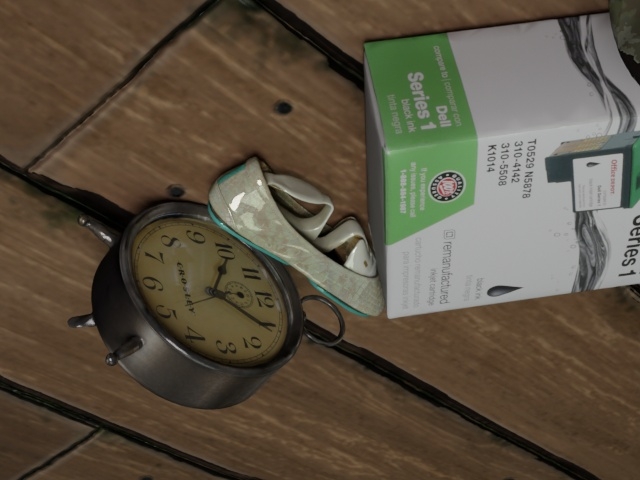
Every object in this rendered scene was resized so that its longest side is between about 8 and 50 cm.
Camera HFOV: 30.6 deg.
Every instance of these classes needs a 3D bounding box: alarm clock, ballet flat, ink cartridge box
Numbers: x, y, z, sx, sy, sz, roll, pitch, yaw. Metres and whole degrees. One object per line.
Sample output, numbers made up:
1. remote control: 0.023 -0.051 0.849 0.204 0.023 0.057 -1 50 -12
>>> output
1. alarm clock: -0.063 0.045 0.744 0.192 0.129 0.064 9 138 -34
2. ballet flat: 0.000 0.000 0.760 0.052 0.057 0.168 -42 132 19
3. ink cartridge box: 0.140 -0.046 0.702 0.219 0.093 0.160 -8 140 -2

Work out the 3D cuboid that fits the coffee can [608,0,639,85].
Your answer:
1. coffee can: 0.309 -0.131 0.554 0.275 0.202 0.201 10 136 -21
